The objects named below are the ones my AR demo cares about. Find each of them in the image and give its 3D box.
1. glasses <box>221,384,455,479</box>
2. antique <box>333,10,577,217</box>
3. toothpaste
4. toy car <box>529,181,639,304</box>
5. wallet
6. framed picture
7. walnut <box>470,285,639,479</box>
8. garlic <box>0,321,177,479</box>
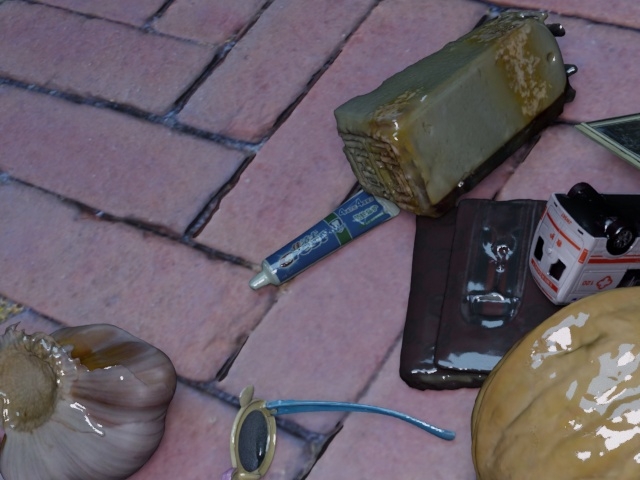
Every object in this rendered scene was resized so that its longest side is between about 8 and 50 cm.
[{"bbox_3d":[0.013,0.247,1.135,0.220,0.088,0.190,7,50,2],"label":"glasses"},{"bbox_3d":[0.170,-0.156,1.342,0.284,0.125,0.150,-35,26,-19],"label":"antique"},{"bbox_3d":[0.000,0.000,1.362,0.197,0.035,0.057,-34,61,-11],"label":"toothpaste"},{"bbox_3d":[0.315,0.008,1.178,0.209,0.108,0.089,-1,34,-27],"label":"toy car"},{"bbox_3d":[0.177,0.053,1.232,0.182,0.049,0.229,-2,51,18],"label":"wallet"},{"bbox_3d":[0.383,-0.094,1.254,0.142,0.011,0.183,-12,37,-32],"label":"framed picture"},{"bbox_3d":[0.248,0.151,1.003,0.261,0.225,0.225,-31,46,1],"label":"walnut"},{"bbox_3d":[-0.280,0.147,1.238,0.207,0.207,0.256,-39,40,-14],"label":"garlic"}]
